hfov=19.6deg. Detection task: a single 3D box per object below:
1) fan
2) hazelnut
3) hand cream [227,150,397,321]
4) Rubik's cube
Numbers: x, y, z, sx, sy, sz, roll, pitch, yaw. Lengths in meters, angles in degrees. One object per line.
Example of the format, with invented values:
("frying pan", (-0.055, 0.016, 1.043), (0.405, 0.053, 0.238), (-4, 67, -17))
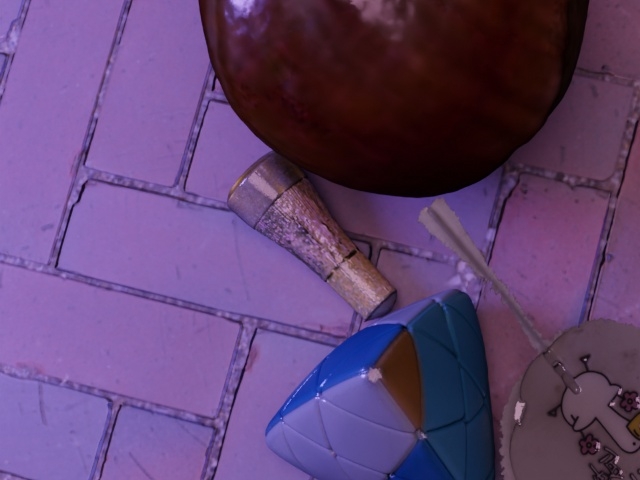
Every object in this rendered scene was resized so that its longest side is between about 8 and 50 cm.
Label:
("fan", (0.231, 0.124, 1.778), (0.233, 0.012, 0.415), (-38, 97, -18))
("hazelnut", (0.064, -0.250, 1.761), (0.420, 0.352, 0.421), (0, 90, -26))
("hand cream", (0.000, 0.000, 1.885), (0.203, 0.084, 0.084), (44, 88, 7))
("Rubik's cube", (0.088, 0.128, 1.769), (0.254, 0.254, 0.254), (-2, 79, 8))
